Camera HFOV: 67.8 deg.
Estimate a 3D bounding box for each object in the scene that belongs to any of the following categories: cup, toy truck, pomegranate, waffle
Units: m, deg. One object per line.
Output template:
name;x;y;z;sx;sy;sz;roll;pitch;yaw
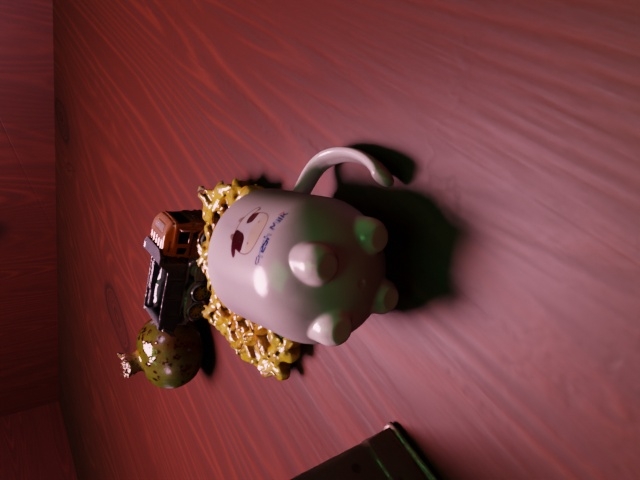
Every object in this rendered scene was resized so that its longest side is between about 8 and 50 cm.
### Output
cup;0.003;0.012;0.440;0.141;0.173;0.134;12;137;51
toy truck;-0.225;0.047;0.749;0.083;0.092;0.192;32;113;48
pomegranate;-0.259;0.187;0.806;0.130;0.130;0.131;13;106;52
waffle;-0.095;0.047;0.622;0.245;0.052;0.255;18;111;50

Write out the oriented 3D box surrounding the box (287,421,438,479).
box;0.045;0.354;0.367;0.297;0.190;0.225;47;132;40
